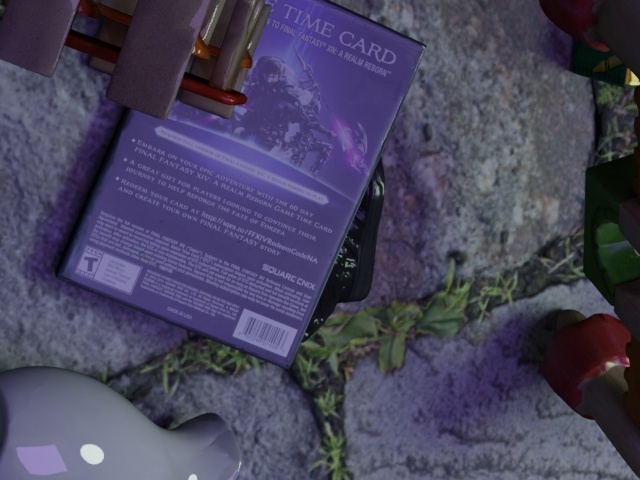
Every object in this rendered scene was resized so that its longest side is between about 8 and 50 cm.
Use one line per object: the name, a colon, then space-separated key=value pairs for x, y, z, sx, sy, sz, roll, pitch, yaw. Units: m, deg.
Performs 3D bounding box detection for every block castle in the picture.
block castle: x=0.331 y=-0.053 z=1.420 sx=0.303 sy=0.213 sz=0.453 roll=-16 pitch=129 yaw=-13

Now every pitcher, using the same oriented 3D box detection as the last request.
pitcher: x=-0.187 y=0.188 z=1.350 sx=0.207 sy=0.125 sz=0.177 roll=20 pitch=105 yaw=-41

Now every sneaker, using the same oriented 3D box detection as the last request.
sneaker: x=-0.001 y=-0.001 z=1.427 sx=0.089 sy=0.051 sz=0.170 roll=-5 pitch=108 yaw=-29

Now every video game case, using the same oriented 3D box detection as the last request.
video game case: x=-0.059 y=-0.062 z=1.367 sx=0.196 sy=0.026 sz=0.274 roll=23 pitch=91 yaw=-14

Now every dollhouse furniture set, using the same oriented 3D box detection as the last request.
dollhouse furniture set: x=-0.173 y=-0.140 z=1.205 sx=0.259 sy=0.262 sz=0.135 roll=21 pitch=96 yaw=4

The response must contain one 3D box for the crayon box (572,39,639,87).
crayon box: x=0.359 y=-0.216 z=1.538 sx=0.278 sy=0.081 sz=0.165 roll=-2 pitch=104 yaw=-27
